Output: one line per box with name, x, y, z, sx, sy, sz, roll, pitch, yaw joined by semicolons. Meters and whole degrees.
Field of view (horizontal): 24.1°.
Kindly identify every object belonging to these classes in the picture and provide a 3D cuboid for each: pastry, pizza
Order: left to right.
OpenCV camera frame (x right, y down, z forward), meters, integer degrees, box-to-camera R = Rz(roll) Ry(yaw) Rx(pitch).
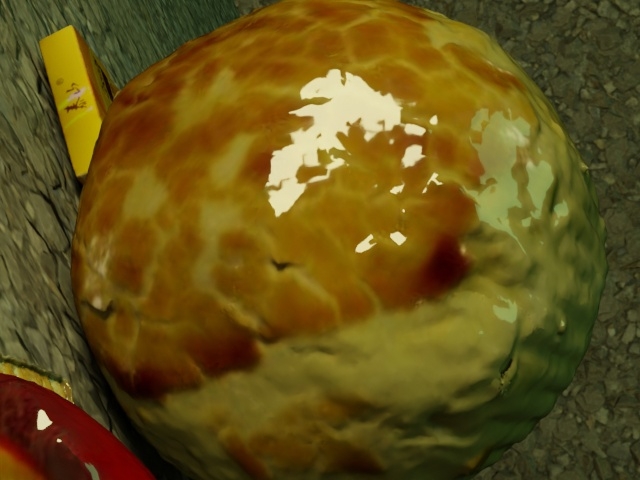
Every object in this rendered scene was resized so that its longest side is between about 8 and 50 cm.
pizza;-0.168;0.092;0.814;0.108;0.026;0.123;58;12;-31
pastry;0.000;0.000;1.050;0.312;0.388;0.388;33;29;-45

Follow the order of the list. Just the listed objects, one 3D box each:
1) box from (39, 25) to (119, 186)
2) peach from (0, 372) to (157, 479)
box;-0.160;-0.053;1.316;0.152;0.043;0.269;68;7;33
peach;-0.111;0.139;0.412;0.190;0.196;0.226;32;6;-1
